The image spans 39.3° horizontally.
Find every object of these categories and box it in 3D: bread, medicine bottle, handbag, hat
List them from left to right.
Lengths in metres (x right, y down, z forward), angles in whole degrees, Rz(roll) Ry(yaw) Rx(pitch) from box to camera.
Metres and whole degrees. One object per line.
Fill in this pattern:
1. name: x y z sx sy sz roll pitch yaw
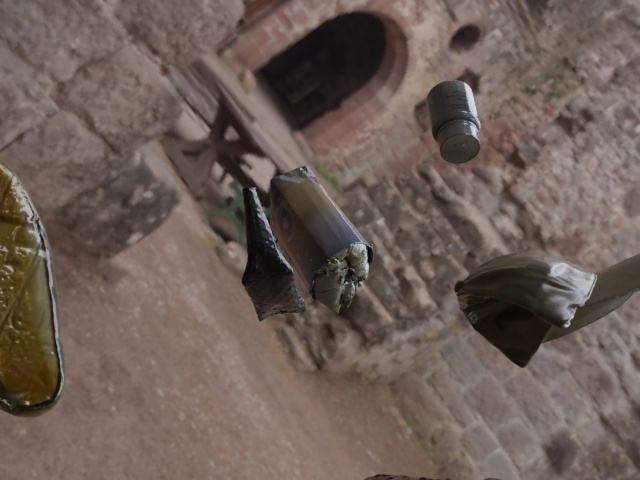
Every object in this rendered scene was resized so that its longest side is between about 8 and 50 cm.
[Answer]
1. bread: -0.242 0.034 0.693 0.053 0.073 0.214 -45 -122 61
2. handbag: -0.091 0.030 1.569 0.270 0.089 0.175 76 3 -64
3. handbag: 0.000 0.000 1.167 0.173 0.095 0.117 56 -21 29
4. medicine bottle: 0.219 -0.193 1.461 0.080 0.080 0.130 49 27 -43
5. hat: 0.234 0.031 0.861 0.144 0.173 0.166 40 -17 10

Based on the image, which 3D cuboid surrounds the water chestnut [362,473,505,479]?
1. water chestnut: 0.131 0.389 0.957 0.300 0.300 0.300 54 5 -7
